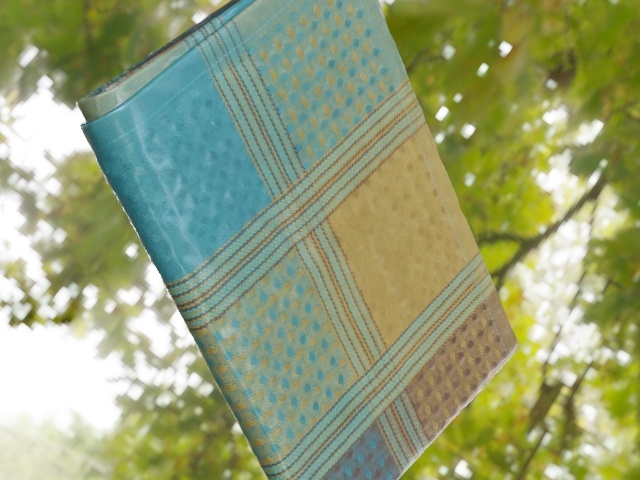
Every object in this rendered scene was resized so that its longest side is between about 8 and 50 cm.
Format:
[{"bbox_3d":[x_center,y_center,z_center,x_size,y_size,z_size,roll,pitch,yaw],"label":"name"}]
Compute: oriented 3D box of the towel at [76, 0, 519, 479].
[{"bbox_3d":[0.000,0.000,1.114,0.040,0.271,0.370,0,-58,47],"label":"towel"}]
